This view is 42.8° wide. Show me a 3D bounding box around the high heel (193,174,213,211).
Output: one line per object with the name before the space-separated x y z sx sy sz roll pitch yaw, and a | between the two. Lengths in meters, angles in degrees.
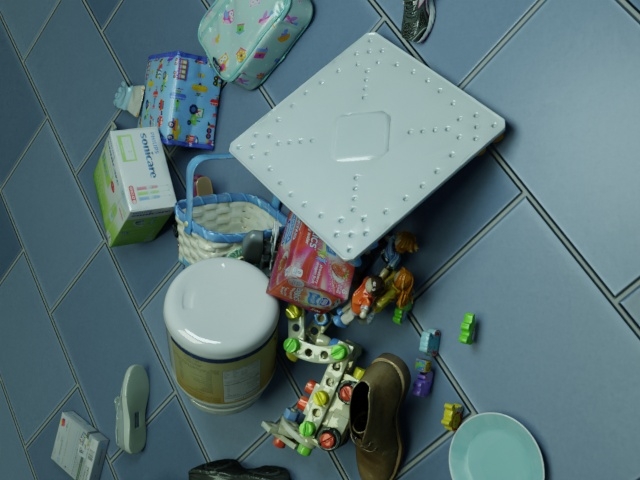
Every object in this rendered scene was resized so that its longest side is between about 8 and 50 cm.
high heel | -0.289 -0.037 1.979 0.117 0.082 0.244 -171 72 -71

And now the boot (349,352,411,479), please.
boot | 0.091 0.361 1.543 0.112 0.115 0.305 23 125 32

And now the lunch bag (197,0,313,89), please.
lunch bag | -0.162 -0.502 1.875 0.279 0.108 0.224 -45 60 28

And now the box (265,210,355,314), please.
box | 0.000 0.000 1.603 0.123 0.128 0.256 -39 32 57

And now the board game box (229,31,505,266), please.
board game box | 0.082 -0.186 1.557 0.390 0.050 0.390 -41 56 -8

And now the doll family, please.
doll family | 0.122 0.059 1.589 0.163 0.118 0.263 -48 26 40

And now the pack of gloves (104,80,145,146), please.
pack of gloves | -0.537 -0.326 2.161 0.232 0.046 0.195 26 105 59

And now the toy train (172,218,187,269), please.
toy train | -0.341 0.018 2.030 0.036 0.027 0.158 -34 65 36

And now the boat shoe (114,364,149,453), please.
boat shoe | -0.493 0.428 2.087 0.081 0.079 0.227 2 91 35

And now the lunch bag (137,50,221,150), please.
lunch bag | -0.387 -0.352 2.049 0.293 0.138 0.220 15 98 49

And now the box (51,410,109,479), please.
box | -0.661 0.573 2.241 0.186 0.038 0.145 21 100 38

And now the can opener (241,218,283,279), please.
can opener | -0.122 0.061 1.731 0.280 0.093 0.074 99 175 -48

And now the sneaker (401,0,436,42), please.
sneaker | 0.183 -0.482 1.608 0.072 0.077 0.178 12 95 41

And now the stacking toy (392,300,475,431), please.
stacking toy | 0.204 0.231 1.550 0.167 0.052 0.221 12 91 39

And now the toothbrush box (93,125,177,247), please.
toothbrush box | -0.460 -0.125 2.004 0.283 0.122 0.206 -35 68 60

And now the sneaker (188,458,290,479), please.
sneaker | -0.189 0.561 1.813 0.286 0.109 0.130 -3 91 41

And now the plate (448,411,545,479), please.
plate | 0.315 0.400 1.457 0.188 0.024 0.188 -4 83 40

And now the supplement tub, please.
supplement tub | -0.202 0.208 1.697 0.228 0.228 0.316 54 156 29

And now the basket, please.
basket | -0.185 -0.061 1.772 0.201 0.255 0.288 30 123 43

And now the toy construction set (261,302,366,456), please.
toy construction set | -0.018 0.304 1.658 0.215 0.151 0.327 25 109 20
